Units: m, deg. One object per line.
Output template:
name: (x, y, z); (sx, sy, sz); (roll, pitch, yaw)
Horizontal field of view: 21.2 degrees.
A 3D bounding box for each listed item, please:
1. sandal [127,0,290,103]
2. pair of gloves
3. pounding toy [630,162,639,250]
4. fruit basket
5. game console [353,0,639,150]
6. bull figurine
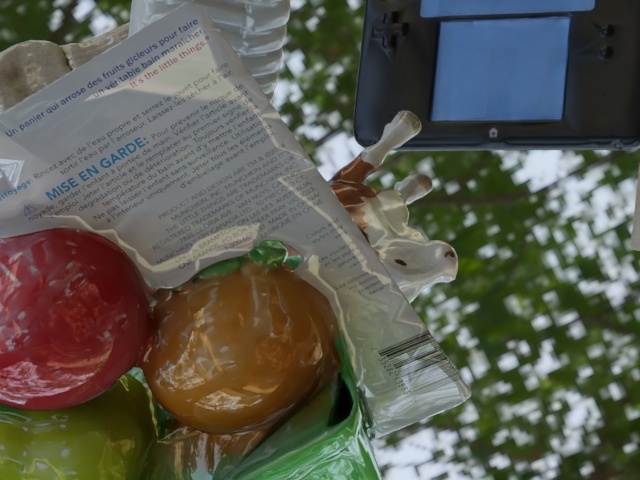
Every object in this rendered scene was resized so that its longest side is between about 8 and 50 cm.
sandal: (-0.121, -0.141, 1.464); (0.169, 0.416, 0.102); (0, -120, -24)
pair of gloves: (-0.253, -0.088, 1.698); (0.042, 0.204, 0.240); (31, -132, -79)
pounding toy: (0.371, -0.040, 1.620); (0.130, 0.141, 0.100); (86, -160, -44)
fruit basket: (-0.124, 0.058, 1.000); (0.353, 0.327, 0.165); (54, -170, -34)
game console: (0.232, -0.277, 2.110); (0.060, 0.386, 0.342); (33, -118, -60)
bull figurine: (0.000, 0.000, 1.362); (0.101, 0.310, 0.188); (55, -130, -19)
